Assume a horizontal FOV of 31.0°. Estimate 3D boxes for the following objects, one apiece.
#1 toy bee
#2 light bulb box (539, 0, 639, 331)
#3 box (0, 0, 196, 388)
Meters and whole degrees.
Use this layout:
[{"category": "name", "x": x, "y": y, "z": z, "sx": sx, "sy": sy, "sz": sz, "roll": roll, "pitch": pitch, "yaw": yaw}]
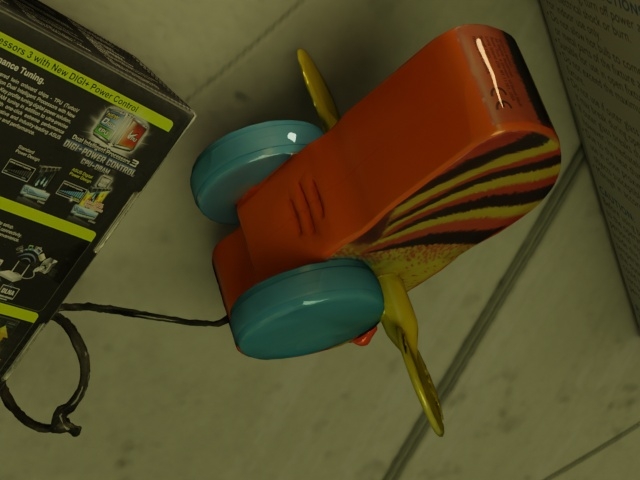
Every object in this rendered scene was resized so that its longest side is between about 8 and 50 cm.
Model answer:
[{"category": "toy bee", "x": 0.000, "y": 0.000, "z": 0.577, "sx": 0.162, "sy": 0.298, "sz": 0.195, "roll": 13, "pitch": 74, "yaw": -52}, {"category": "light bulb box", "x": 0.325, "y": -0.110, "z": 0.583, "sx": 0.358, "sy": 0.225, "sz": 0.361, "roll": -27, "pitch": 119, "yaw": -6}, {"category": "box", "x": -0.210, "y": -0.026, "z": 0.469, "sx": 0.216, "sy": 0.060, "sz": 0.270, "roll": -54, "pitch": 143, "yaw": 9}]
